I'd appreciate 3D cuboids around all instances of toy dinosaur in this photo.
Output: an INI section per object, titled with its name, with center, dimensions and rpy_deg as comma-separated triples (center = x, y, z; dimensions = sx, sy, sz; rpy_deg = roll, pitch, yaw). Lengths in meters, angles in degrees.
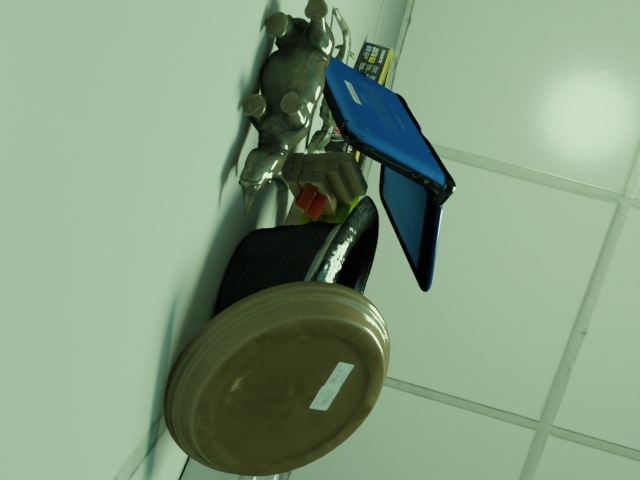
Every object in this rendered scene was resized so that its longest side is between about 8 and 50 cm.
[toy dinosaur]
center = 0.032, -0.278, 1.468
dimensions = 0.118, 0.064, 0.268
rpy_deg = -54, 157, -58

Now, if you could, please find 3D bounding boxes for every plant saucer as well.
[plant saucer]
center = -0.039, 0.170, 0.969
dimensions = 0.041, 0.278, 0.277
rpy_deg = 52, -43, 50

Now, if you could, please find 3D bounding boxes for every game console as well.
[game console]
center = 0.072, -0.105, 1.234
dimensions = 0.173, 0.250, 0.293
rpy_deg = -54, -152, 22

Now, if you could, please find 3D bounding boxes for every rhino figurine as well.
[rhino figurine]
center = -0.043, -0.144, 0.947
dimensions = 0.106, 0.073, 0.243
rpy_deg = 12, 95, -82

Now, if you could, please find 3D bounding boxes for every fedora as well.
[fedora]
center = -0.041, 0.069, 1.136
dimensions = 0.334, 0.153, 0.334
rpy_deg = 20, 90, -78

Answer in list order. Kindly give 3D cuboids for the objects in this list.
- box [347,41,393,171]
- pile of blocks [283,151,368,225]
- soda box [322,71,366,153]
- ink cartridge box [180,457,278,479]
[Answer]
[box]
center = 0.083, -0.263, 1.983
dimensions = 0.257, 0.079, 0.322
rpy_deg = 103, 5, -50
[pile of blocks]
center = 0.000, 0.000, 1.443
dimensions = 0.362, 0.149, 0.112
rpy_deg = 99, 8, -56
[soda box]
center = 0.048, -0.258, 1.716
dimensions = 0.060, 0.053, 0.168
rpy_deg = 32, 73, -84
[ink cartridge box]
center = -0.138, 0.386, 1.229
dimensions = 0.176, 0.127, 0.128
rpy_deg = 101, 8, -49
